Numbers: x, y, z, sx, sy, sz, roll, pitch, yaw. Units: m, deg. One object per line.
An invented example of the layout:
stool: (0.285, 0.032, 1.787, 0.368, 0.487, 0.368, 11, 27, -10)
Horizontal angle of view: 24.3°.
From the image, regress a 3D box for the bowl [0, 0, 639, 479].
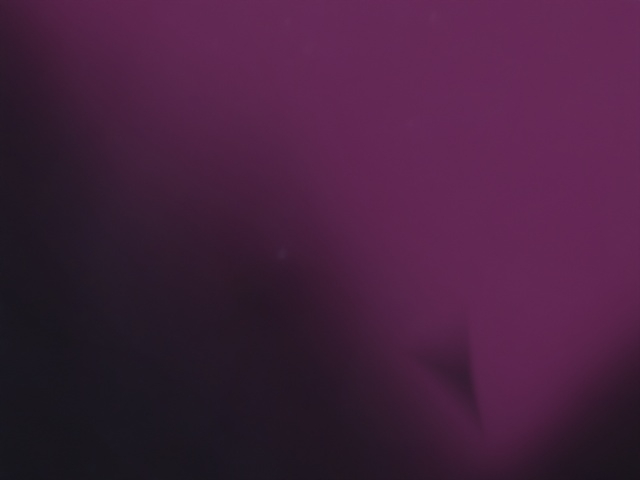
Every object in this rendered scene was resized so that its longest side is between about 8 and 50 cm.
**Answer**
bowl: (0.000, 0.000, 0.393, 0.391, 0.077, 0.391, 3, 100, 18)
